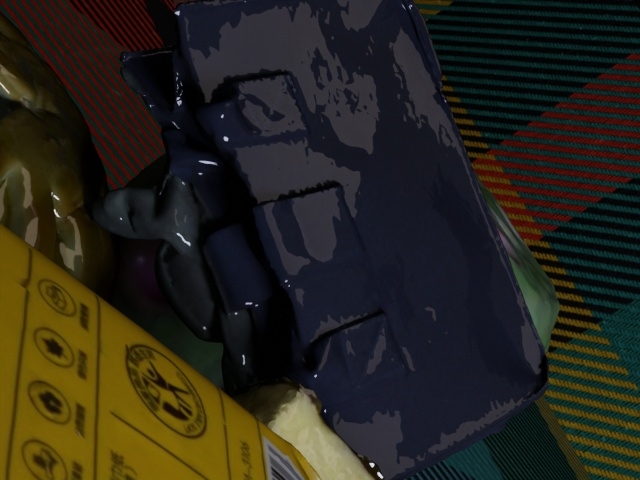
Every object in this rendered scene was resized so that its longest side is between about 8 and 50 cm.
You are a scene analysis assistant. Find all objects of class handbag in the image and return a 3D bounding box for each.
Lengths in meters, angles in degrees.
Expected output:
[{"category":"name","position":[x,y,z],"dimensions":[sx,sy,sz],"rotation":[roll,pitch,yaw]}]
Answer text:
[{"category":"handbag","position":[0.000,0.000,0.842],"dimensions":[0.269,0.118,0.326],"rotation":[-16,83,-47]}]

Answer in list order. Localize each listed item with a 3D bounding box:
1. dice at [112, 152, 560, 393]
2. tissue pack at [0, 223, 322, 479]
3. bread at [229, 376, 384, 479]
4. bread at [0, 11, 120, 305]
[{"category":"dice","position":[0.010,0.041,1.137],"dimensions":[0.318,0.330,0.322],"rotation":[58,11,6]},{"category":"tissue pack","position":[-0.130,0.203,0.435],"dimensions":[0.293,0.228,0.382],"rotation":[43,18,-29]},{"category":"bread","position":[-0.030,0.210,0.774],"dimensions":[0.263,0.236,0.198],"rotation":[51,14,-19]},{"category":"bread","position":[-0.235,-0.040,0.827],"dimensions":[0.333,0.160,0.333],"rotation":[54,13,-19]}]
